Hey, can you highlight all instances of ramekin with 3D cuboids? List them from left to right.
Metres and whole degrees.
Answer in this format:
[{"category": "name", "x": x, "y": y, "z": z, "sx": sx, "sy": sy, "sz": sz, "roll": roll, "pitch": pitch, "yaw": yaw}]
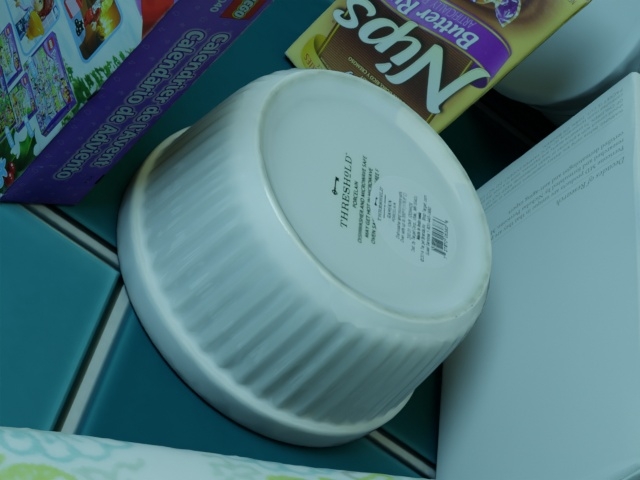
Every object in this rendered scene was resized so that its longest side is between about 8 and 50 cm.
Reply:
[{"category": "ramekin", "x": 0.000, "y": 0.000, "z": 0.977, "sx": 0.207, "sy": 0.109, "sz": 0.207, "roll": 25, "pitch": 44, "yaw": -27}]

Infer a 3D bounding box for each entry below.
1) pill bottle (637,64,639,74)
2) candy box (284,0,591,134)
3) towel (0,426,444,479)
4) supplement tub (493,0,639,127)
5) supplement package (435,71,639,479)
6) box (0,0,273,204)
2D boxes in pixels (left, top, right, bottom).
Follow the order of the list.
[{"category": "pill bottle", "x": 0.294, "y": -0.162, "z": 1.067, "sx": 0.119, "sy": 0.208, "sz": 0.119, "roll": 29, "pitch": -3, "yaw": 1}, {"category": "candy box", "x": 0.077, "y": -0.140, "z": 1.098, "sx": 0.109, "sy": 0.186, "sz": 0.053, "roll": 49, "pitch": 36, "yaw": 1}, {"category": "towel", "x": -0.035, "y": 0.262, "z": 0.721, "sx": 0.320, "sy": 0.090, "sz": 0.374, "roll": 12, "pitch": 54, "yaw": -26}, {"category": "supplement tub", "x": 0.286, "y": -0.173, "z": 1.279, "sx": 0.331, "sy": 0.241, "sz": 0.241, "roll": 8, "pitch": 54, "yaw": -39}, {"category": "supplement package", "x": 0.188, "y": 0.085, "z": 1.030, "sx": 0.177, "sy": 0.175, "sz": 0.293, "roll": 32, "pitch": 42, "yaw": -24}, {"category": "box", "x": -0.141, "y": -0.194, "z": 0.929, "sx": 0.057, "sy": 0.201, "sz": 0.293, "roll": 1, "pitch": 59, "yaw": -42}]
